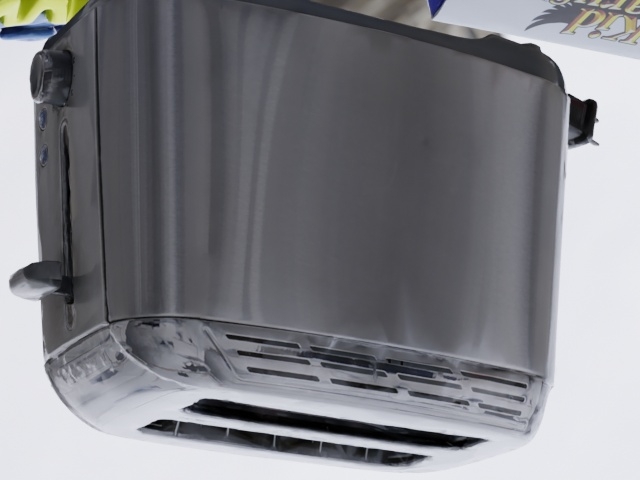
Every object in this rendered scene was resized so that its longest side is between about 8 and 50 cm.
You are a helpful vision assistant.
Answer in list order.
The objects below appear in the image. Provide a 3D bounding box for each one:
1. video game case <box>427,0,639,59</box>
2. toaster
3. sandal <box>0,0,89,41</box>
[{"bbox_3d":[0.143,-0.192,0.913,0.061,0.244,0.269,121,-32,-42],"label":"video game case"},{"bbox_3d":[0.000,0.000,0.702,0.129,0.227,0.146,-26,-123,58],"label":"toaster"},{"bbox_3d":[-0.225,-0.158,1.102,0.317,0.126,0.138,-2,180,-33],"label":"sandal"}]
